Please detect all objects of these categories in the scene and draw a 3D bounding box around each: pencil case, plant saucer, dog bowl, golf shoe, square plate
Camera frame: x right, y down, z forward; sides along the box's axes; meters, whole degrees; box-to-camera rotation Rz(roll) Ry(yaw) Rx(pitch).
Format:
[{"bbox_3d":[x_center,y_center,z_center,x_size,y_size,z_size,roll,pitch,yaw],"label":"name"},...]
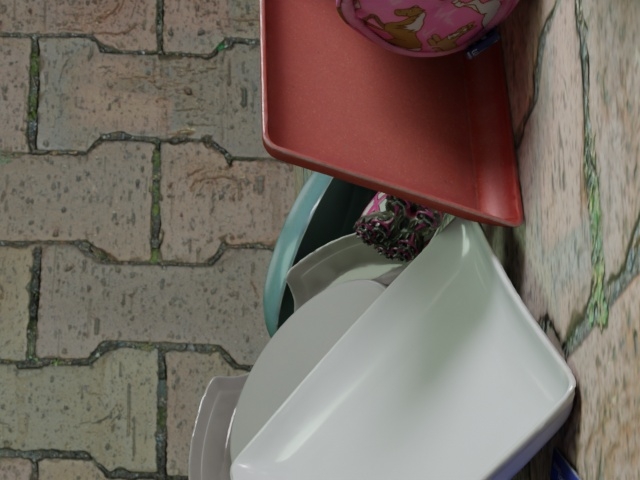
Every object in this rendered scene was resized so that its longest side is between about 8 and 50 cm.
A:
[{"bbox_3d":[0.093,-0.349,1.587,0.160,0.167,0.386,-49,35,47],"label":"pencil case"},{"bbox_3d":[0.050,-0.138,1.556,0.048,0.259,0.258,-44,39,44],"label":"plant saucer"},{"bbox_3d":[0.000,0.000,2.371,0.317,0.044,0.317,-59,-16,-28],"label":"plant saucer"},{"bbox_3d":[0.019,0.163,1.773,0.349,0.102,0.348,-35,36,31],"label":"dog bowl"},{"bbox_3d":[0.090,-0.036,1.674,0.086,0.067,0.186,-57,5,-23],"label":"golf shoe"},{"bbox_3d":[0.065,0.173,1.516,0.347,0.049,0.344,-48,23,13],"label":"square plate"}]

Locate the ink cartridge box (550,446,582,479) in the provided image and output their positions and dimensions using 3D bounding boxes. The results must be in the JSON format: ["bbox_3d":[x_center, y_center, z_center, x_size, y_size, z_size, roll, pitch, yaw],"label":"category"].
[{"bbox_3d":[0.153,0.335,1.347,0.165,0.065,0.332,-119,33,-80],"label":"ink cartridge box"}]
